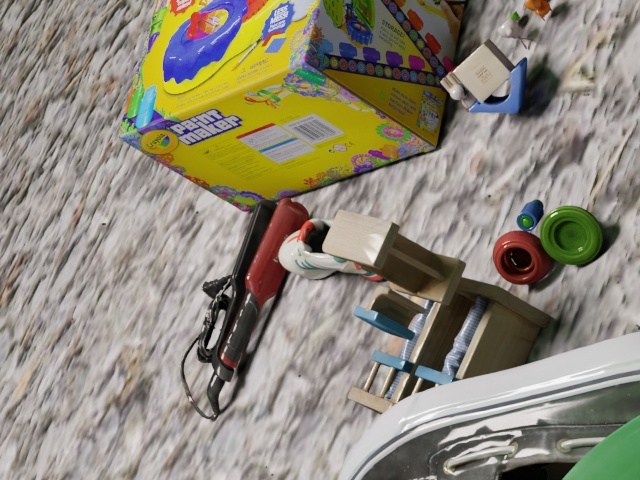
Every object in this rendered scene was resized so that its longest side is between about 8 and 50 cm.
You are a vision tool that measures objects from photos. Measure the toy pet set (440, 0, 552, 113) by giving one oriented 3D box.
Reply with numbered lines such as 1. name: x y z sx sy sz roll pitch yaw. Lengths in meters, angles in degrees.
1. toy pet set: 0.169 -0.155 1.550 0.122 0.065 0.114 -42 2 21

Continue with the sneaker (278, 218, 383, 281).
1. sneaker: 0.000 0.000 1.619 0.161 0.075 0.057 5 69 54

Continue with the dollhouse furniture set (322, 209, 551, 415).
1. dollhouse furniture set: 0.060 0.071 1.389 0.129 0.183 0.129 14 77 56

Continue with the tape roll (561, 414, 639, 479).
1. tape roll: 0.262 0.240 0.981 0.321 0.077 0.321 -11 62 22

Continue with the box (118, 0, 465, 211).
1. box: -0.019 -0.214 1.717 0.290 0.177 0.279 -17 52 46

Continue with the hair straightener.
1. hair straightener: -0.083 0.066 1.720 0.089 0.047 0.230 5 74 54

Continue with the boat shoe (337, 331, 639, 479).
1. boat shoe: 0.139 0.169 1.266 0.335 0.121 0.119 -29 40 36

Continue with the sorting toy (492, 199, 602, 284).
1. sorting toy: 0.185 -0.005 1.410 0.102 0.061 0.042 -27 11 30
